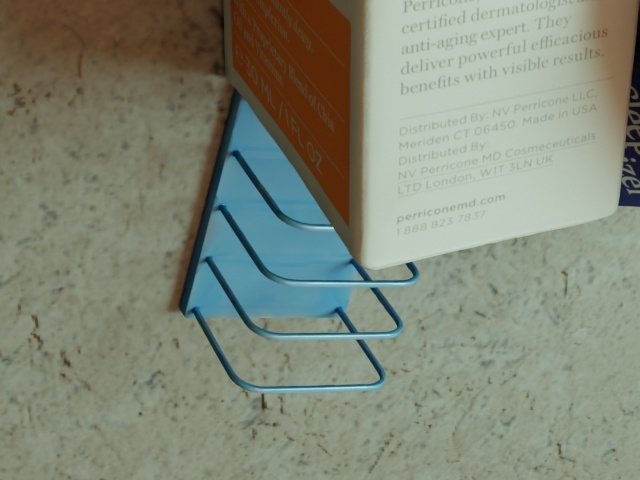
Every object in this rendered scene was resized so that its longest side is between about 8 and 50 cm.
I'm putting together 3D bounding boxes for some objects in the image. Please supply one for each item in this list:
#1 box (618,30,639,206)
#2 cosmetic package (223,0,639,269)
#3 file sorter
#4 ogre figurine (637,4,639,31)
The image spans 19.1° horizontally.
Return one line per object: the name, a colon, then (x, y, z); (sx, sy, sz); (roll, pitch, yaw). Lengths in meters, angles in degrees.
box: (0.205, -0.074, 1.185); (0.136, 0.225, 0.036); (54, 50, -40)
cosmetic package: (0.053, -0.240, 0.974); (0.161, 0.230, 0.453); (-12, 126, -18)
file sorter: (0.000, 0.000, 1.194); (0.118, 0.104, 0.170); (1, 121, -27)
ogre figurine: (0.254, -0.158, 1.221); (0.197, 0.097, 0.118); (-18, 121, -53)
